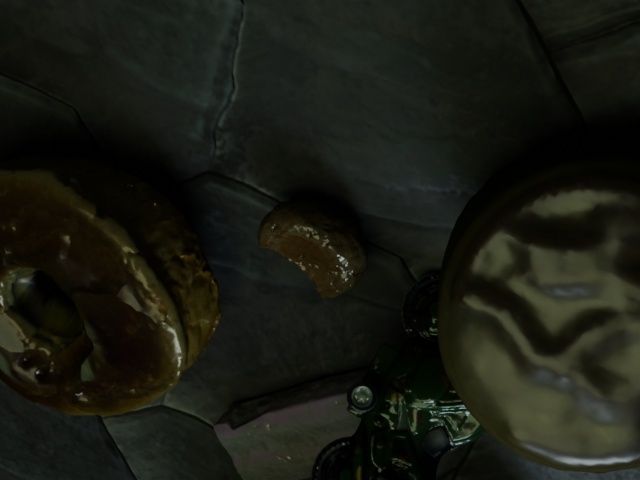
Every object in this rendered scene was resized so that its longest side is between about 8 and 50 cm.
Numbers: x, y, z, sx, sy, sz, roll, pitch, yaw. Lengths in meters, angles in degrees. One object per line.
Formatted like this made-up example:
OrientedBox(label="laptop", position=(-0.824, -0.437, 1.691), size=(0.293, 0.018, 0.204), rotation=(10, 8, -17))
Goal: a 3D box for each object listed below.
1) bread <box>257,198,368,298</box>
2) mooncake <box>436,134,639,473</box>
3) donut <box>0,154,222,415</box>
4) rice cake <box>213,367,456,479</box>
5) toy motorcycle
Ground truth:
OrientedBox(label="bread", position=(0.000, 0.000, 1.576), size=(0.113, 0.060, 0.082), rotation=(43, 132, -11))
OrientedBox(label="mooncake", position=(0.237, 0.056, 1.382), size=(0.284, 0.155, 0.284), rotation=(3, 106, 12))
OrientedBox(label="donut", position=(-0.253, 0.042, 1.685), size=(0.330, 0.160, 0.330), rotation=(16, 123, 27))
OrientedBox(label="rice cake", position=(0.018, 0.198, 1.722), size=(0.298, 0.050, 0.106), rotation=(-17, 115, 35))
OrientedBox(label="toy motorcycle", position=(0.115, 0.181, 1.560), size=(0.187, 0.125, 0.274), rotation=(30, 88, 8))
